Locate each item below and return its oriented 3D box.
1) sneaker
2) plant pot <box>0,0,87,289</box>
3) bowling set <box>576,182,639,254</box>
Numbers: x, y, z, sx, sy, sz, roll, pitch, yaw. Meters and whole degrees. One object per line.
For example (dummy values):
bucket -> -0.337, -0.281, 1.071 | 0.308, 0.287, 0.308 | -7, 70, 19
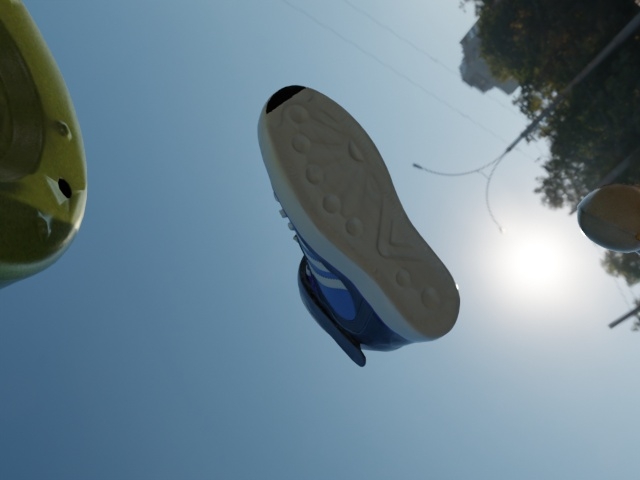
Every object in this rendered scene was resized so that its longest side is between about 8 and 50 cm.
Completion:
sneaker -> 0.001, 0.000, 0.678 | 0.130, 0.236, 0.323 | -41, -81, -28
plant pot -> -0.350, -0.041, 0.312 | 0.366, 0.352, 0.367 | -19, -90, -83
bowling set -> 0.232, -0.021, 0.213 | 0.154, 0.200, 0.287 | 19, -161, -13
